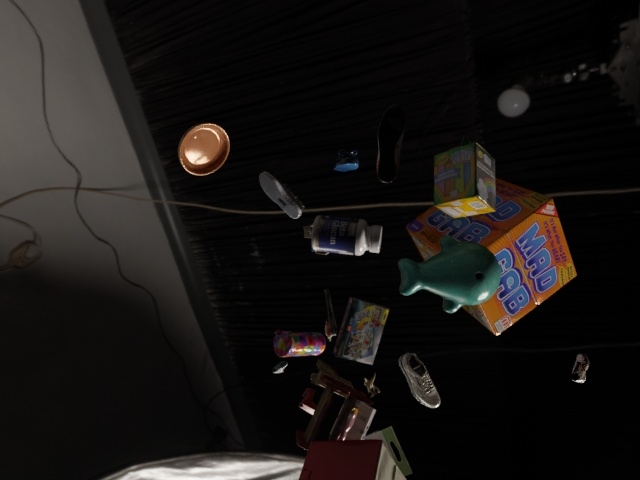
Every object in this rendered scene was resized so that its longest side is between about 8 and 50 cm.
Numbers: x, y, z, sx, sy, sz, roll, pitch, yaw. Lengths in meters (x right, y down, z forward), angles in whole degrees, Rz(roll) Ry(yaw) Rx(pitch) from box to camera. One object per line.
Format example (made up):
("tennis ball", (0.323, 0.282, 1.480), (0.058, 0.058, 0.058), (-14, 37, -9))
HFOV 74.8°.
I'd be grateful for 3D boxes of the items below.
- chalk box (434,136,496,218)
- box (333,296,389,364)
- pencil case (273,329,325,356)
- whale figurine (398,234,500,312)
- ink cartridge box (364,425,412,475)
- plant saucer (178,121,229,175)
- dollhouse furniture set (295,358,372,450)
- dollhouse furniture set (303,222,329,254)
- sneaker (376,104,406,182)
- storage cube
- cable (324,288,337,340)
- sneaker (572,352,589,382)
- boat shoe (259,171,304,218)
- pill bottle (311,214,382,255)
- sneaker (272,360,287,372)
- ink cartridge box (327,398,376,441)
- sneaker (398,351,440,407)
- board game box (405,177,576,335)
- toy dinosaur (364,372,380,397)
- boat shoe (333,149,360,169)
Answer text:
("chalk box", (0.415, -0.190, 1.210), (0.132, 0.132, 0.213), (21, 67, -41))
("box", (0.159, 0.354, 1.642), (0.044, 0.159, 0.233), (-167, -85, -77))
("pencil case", (-0.082, 0.410, 1.673), (0.236, 0.104, 0.104), (20, 67, -50))
("whale figurine", (0.353, 0.094, 1.136), (0.141, 0.272, 0.216), (-165, -106, -86))
("ink cartridge box", (0.240, 0.808, 1.578), (0.056, 0.235, 0.171), (0, 56, -45))
("plant saucer", (-0.423, -0.332, 1.511), (0.200, 0.037, 0.200), (-30, 140, -29))
("dollhouse furniture set", (0.029, 0.537, 1.356), (0.201, 0.152, 0.374), (-64, 180, -8))
("dollhouse furniture set", (0.000, 0.000, 2.360), (0.129, 0.129, 0.183), (-22, 113, -50))
("sneaker", (0.251, -0.344, 1.514), (0.145, 0.090, 0.270), (-47, 142, -76))
("storage cube", (0.072, 0.586, 0.948), (0.183, 0.193, 0.215), (62, 31, -22))
("cable", (0.041, 0.423, 2.348), (0.139, 0.072, 0.287), (-92, 171, -81))
("sneaker", (0.928, 0.457, 1.498), (0.044, 0.040, 0.109), (6, 89, -25))
("boat shoe", (-0.148, -0.192, 1.678), (0.228, 0.080, 0.076), (46, 43, -7))
("pill bottle", (0.068, -0.012, 1.065), (0.094, 0.170, 0.094), (6, 90, -79))
("sneaker", (-0.209, 0.696, 2.294), (0.069, 0.098, 0.038), (41, 22, -51))
("ink cartridge box", (0.105, 0.643, 1.442), (0.180, 0.104, 0.060), (-62, 155, -16))
("sneaker", (0.401, 0.556, 1.664), (0.090, 0.095, 0.235), (-28, 76, -26))
("board game box", (0.599, 0.034, 1.504), (0.356, 0.356, 0.356), (54, -2, -29))
("toy dinosaur", (0.241, 0.696, 2.008), (0.092, 0.053, 0.183), (57, -22, 20))
("boat shoe", (0.108, -0.374, 1.931), (0.258, 0.109, 0.089), (-161, -100, -71))
